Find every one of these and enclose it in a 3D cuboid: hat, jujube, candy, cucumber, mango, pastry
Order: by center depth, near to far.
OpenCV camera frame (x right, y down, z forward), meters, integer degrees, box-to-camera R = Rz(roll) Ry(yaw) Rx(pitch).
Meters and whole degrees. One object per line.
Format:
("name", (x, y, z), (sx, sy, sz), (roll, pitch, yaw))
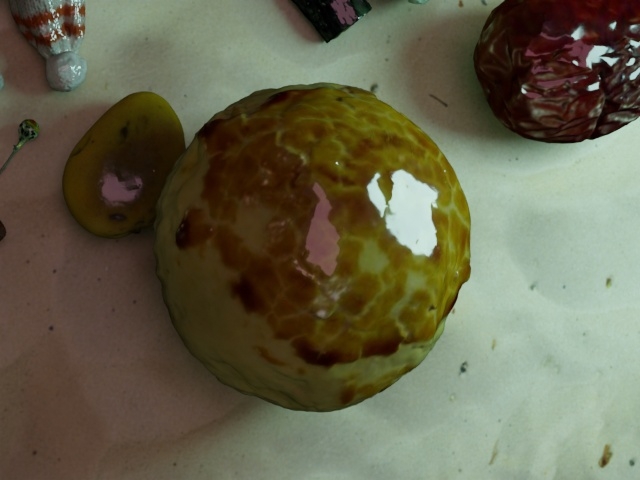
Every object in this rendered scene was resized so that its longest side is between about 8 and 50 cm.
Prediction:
("pastry", (0.000, 0.000, 1.459), (0.388, 0.312, 0.388), (2, 85, -27))
("mango", (-0.233, -0.095, 1.533), (0.137, 0.098, 0.195), (17, 73, -10))
("candy", (-0.370, -0.111, 1.536), (0.025, 0.023, 0.083), (37, 83, -17))
("hat", (-0.327, -0.262, 1.546), (0.112, 0.093, 0.162), (-12, 104, -8))
("cucumber", (-0.023, -0.363, 1.651), (0.078, 0.062, 0.211), (-39, 94, -17))
("jujube", (0.367, -0.251, 1.691), (0.342, 0.216, 0.216), (-12, 85, -24))

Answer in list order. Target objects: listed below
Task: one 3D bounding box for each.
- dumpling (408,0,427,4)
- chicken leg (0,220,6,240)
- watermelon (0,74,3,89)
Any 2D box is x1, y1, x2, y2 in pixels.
("dumpling", (0.157, -0.472, 1.612), (0.270, 0.212, 0.321), (33, 96, -37))
("chicken leg", (-0.462, -0.033, 1.468), (0.198, 0.085, 0.069), (18, 89, -21))
("watermelon", (-0.468, -0.160, 1.432), (0.201, 0.261, 0.213), (46, 66, -35))
